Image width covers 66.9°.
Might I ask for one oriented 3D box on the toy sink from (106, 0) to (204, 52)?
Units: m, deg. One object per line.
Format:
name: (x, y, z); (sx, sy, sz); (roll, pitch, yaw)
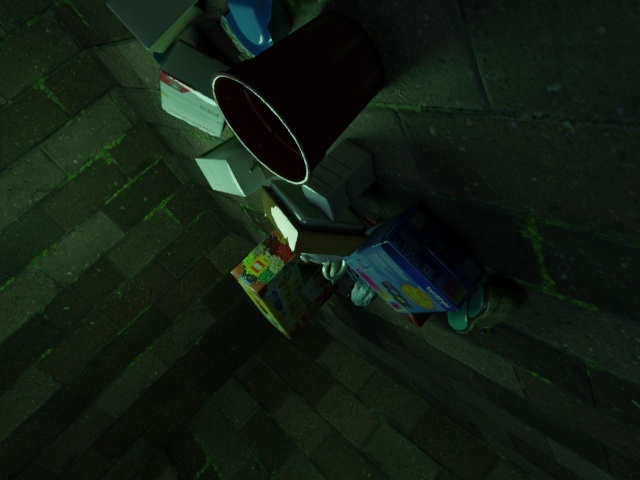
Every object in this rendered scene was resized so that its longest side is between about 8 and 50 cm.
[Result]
toy sink: (-0.411, -0.640, 1.284); (0.153, 0.234, 0.131); (47, -166, -12)

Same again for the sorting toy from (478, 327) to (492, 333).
sorting toy: (0.488, 0.262, 1.507); (0.061, 0.042, 0.102); (22, 153, 54)

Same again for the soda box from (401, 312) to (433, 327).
soda box: (0.305, 0.189, 1.706); (0.092, 0.083, 0.263); (27, 157, 49)

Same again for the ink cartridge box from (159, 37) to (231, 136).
ink cartridge box: (-0.391, -0.481, 1.576); (0.226, 0.131, 0.306); (27, 169, -13)

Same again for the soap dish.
soap dish: (-0.029, -0.065, 1.414); (0.229, 0.118, 0.291); (4, -152, -31)

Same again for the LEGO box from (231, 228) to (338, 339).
LEGO box: (-0.149, 0.191, 2.318); (0.193, 0.372, 0.500); (34, 161, 33)

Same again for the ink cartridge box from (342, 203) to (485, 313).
ink cartridge box: (0.260, 0.063, 1.352); (0.270, 0.151, 0.395); (43, 159, -6)

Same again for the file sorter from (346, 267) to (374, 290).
file sorter: (0.186, 0.108, 1.765); (0.170, 0.104, 0.118); (23, 153, 54)

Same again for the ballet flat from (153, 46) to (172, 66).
ballet flat: (-0.497, -0.622, 1.705); (0.248, 0.086, 0.086); (32, 160, 35)

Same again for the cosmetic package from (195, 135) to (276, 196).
cosmetic package: (-0.302, -0.285, 1.809); (0.365, 0.197, 0.155); (14, 136, 58)

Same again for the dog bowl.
dog bowl: (-0.162, -0.545, 1.054); (0.166, 0.074, 0.297); (32, 160, 39)

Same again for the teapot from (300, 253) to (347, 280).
teapot: (0.000, 0.000, 1.678); (0.256, 0.187, 0.252); (33, 163, 6)

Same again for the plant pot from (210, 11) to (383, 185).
plant pot: (-0.032, -0.301, 0.989); (0.272, 0.265, 0.272); (40, 163, 15)

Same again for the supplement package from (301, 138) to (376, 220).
supplement package: (0.049, -0.161, 1.290); (0.105, 0.179, 0.105); (36, 162, 29)

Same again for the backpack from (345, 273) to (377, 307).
backpack: (0.182, 0.184, 1.934); (0.115, 0.152, 0.182); (26, 156, 10)

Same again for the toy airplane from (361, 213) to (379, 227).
toy airplane: (0.184, -0.034, 1.550); (0.151, 0.028, 0.151); (39, 163, 14)

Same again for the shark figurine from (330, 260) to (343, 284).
shark figurine: (0.065, 0.011, 1.896); (0.116, 0.166, 0.278); (-9, 110, 40)

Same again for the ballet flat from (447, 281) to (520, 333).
ballet flat: (0.450, 0.195, 1.340); (0.123, 0.123, 0.348); (42, 166, 12)

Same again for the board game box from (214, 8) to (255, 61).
board game box: (-0.176, -0.492, 1.304); (0.259, 0.030, 0.136); (52, 160, -24)

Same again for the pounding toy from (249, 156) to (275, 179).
pounding toy: (-0.171, -0.270, 1.559); (0.130, 0.141, 0.100); (62, 177, 28)
